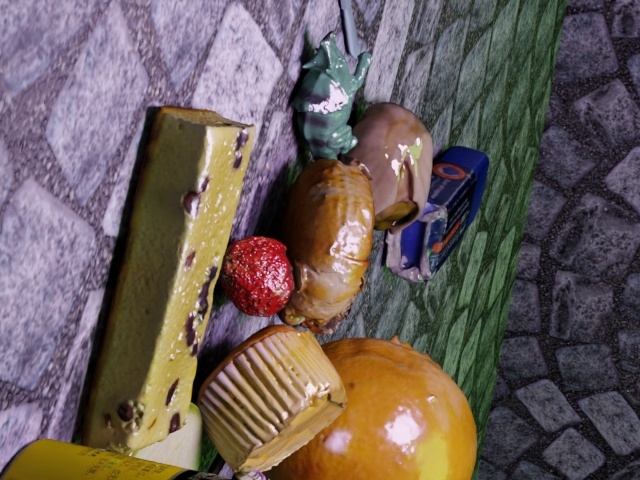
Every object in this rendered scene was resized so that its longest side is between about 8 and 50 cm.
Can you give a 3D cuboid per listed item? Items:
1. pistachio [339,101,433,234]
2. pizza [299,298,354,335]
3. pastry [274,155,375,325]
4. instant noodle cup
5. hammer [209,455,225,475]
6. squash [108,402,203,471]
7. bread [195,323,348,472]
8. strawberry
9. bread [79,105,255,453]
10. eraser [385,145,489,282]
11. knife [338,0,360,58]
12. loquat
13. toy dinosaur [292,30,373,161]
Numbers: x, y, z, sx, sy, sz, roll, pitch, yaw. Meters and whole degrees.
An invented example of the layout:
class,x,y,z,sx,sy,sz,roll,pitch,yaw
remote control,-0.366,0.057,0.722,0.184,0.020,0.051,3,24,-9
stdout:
class,x,y,z,sx,sy,sz,roll,pitch,yaw
pistachio,0.092,-0.097,2.095,0.153,0.138,0.238,-109,-162,-50
pizza,0.005,0.064,2.019,0.246,0.058,0.127,133,-44,-72
pastry,0.000,0.000,1.836,0.218,0.100,0.229,-173,-85,-76
instant noodle cup,-0.186,0.291,1.352,0.215,0.236,0.215,16,90,-75
hammer,-0.120,0.272,1.958,0.065,0.021,0.178,88,27,-47
squash,-0.201,0.285,1.651,0.219,0.041,0.219,16,90,-74
bread,-0.062,0.195,1.797,0.179,0.133,0.250,-44,166,7
strawberry,-0.081,0.044,1.738,0.106,0.106,0.106,16,90,-74
bread,-0.158,0.044,1.489,0.138,0.077,0.361,-12,117,-71
eraser,0.215,-0.051,2.610,0.332,0.102,0.155,-45,148,-58
knife,0.036,-0.312,1.904,0.028,0.015,0.210,-58,159,-24
loquat,0.065,0.300,2.060,0.328,0.328,0.328,16,90,-74
toy dinosaur,0.017,-0.164,1.881,0.120,0.079,0.292,-59,157,-27
